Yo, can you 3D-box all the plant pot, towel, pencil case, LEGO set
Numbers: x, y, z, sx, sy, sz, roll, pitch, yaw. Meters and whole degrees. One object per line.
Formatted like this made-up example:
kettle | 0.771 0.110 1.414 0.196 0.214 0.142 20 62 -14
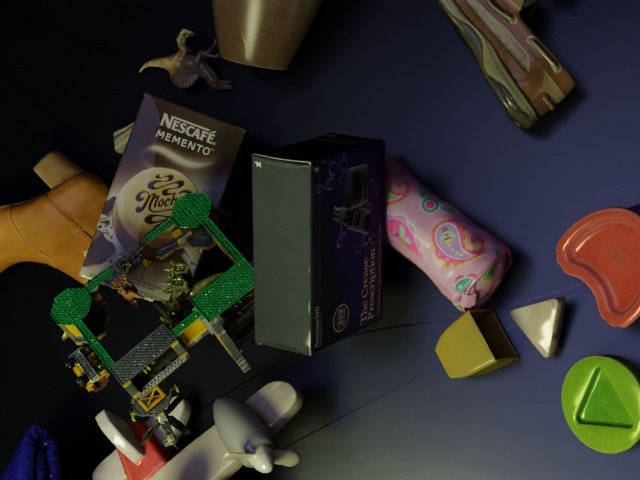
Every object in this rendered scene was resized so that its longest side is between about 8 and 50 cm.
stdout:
plant pot | -0.082 -0.384 1.807 0.215 0.215 0.230 17 104 25
towel | -0.486 0.457 1.827 0.308 0.076 0.228 -56 35 32
pencil case | 0.137 -0.021 1.685 0.284 0.124 0.124 40 99 22
LEGO set | -0.201 0.116 1.707 0.255 0.192 0.331 36 74 31
plant pot | 0.210 0.151 1.657 0.083 0.081 0.081 -36 70 27

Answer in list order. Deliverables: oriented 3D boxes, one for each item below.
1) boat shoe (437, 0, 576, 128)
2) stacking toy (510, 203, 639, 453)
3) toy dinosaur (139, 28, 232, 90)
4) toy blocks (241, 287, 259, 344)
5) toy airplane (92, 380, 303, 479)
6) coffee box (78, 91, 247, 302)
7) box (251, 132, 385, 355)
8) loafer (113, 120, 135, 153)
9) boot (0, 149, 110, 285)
boat shoe | 0.252 -0.317 1.689 0.120 0.122 0.324 -32 79 12
stacking toy | 0.429 0.119 1.576 0.279 0.130 0.309 -47 62 40
toy dinosaur | -0.224 -0.295 1.925 0.183 0.053 0.093 18 92 25
toy blocks | -0.075 0.105 1.803 0.148 0.054 0.123 -8 81 25
toy airplane | -0.218 0.385 1.704 0.384 0.272 0.386 1 75 19
coffee box | -0.239 -0.060 1.831 0.168 0.119 0.297 19 92 -3
box | 0.000 0.000 1.605 0.103 0.184 0.261 11 110 36
loafer | -0.293 -0.190 1.948 0.125 0.045 0.039 -31 65 20
boot | -0.453 0.014 1.957 0.211 0.104 0.295 43 96 23
